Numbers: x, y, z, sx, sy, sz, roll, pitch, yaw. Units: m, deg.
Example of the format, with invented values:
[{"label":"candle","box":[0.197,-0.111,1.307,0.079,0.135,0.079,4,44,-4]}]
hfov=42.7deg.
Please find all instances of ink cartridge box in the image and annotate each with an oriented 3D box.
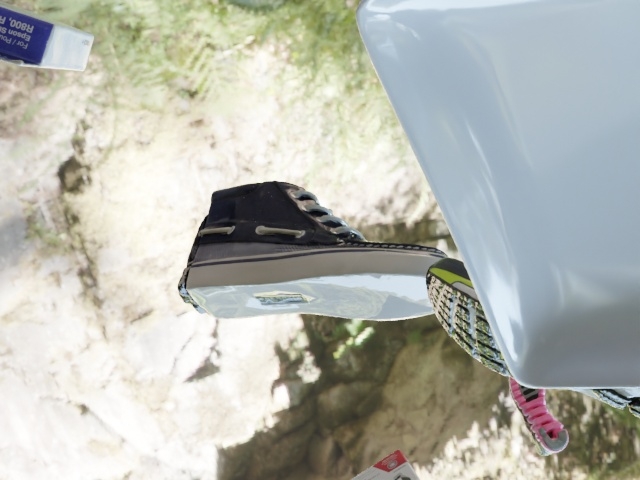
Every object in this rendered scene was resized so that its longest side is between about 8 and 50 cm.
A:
[{"label":"ink cartridge box","box":[0.110,0.382,1.178,0.099,0.056,0.135,-32,-150,-4]},{"label":"ink cartridge box","box":[-0.495,-0.304,1.082,0.324,0.071,0.330,17,-172,-7]}]

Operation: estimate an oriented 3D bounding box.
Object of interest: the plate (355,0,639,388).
[{"label":"plate","box":[0.190,-0.032,0.374,0.277,0.278,0.045,-6,-138,31]}]

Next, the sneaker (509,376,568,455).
[{"label":"sneaker","box":[0.272,0.222,1.051,0.047,0.057,0.119,-13,-121,-9]}]

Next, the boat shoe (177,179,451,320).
[{"label":"boat shoe","box":[0.000,0.000,0.959,0.340,0.127,0.158,-1,-121,17]}]

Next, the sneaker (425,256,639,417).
[{"label":"sneaker","box":[0.245,0.074,0.780,0.299,0.111,0.121,20,-124,21]}]
